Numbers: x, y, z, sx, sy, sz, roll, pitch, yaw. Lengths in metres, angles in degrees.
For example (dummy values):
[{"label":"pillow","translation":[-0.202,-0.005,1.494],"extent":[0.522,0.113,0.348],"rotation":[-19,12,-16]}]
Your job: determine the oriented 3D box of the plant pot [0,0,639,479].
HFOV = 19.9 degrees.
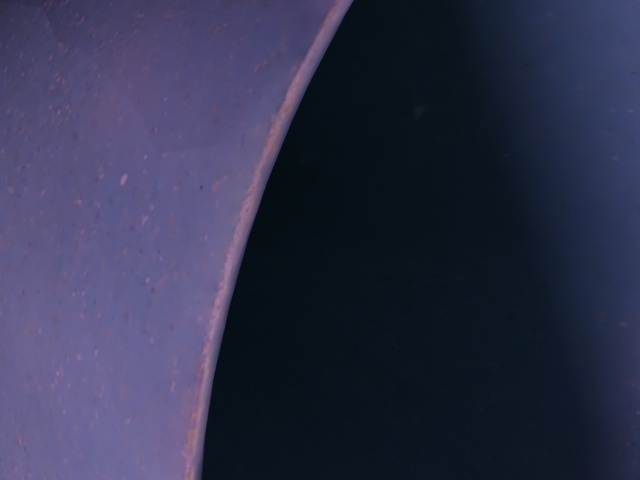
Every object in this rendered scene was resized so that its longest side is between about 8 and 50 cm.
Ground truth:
[{"label":"plant pot","translation":[0.000,0.000,0.506],"extent":[0.290,0.195,0.290],"rotation":[-23,121,-44]}]
